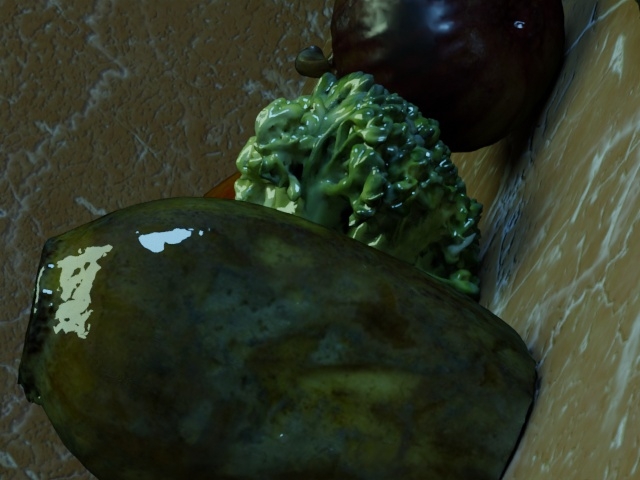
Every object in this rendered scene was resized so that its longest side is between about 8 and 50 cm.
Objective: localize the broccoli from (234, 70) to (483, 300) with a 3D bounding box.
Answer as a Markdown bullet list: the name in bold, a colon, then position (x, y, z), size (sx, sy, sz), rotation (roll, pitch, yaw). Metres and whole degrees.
- **broccoli**: position (0.000, 0.000, 1.557), size (0.245, 0.288, 0.248), rotation (-30, 33, -26)

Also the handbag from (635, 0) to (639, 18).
- **handbag**: position (0.290, -0.308, 1.422), size (0.260, 0.079, 0.247), rotation (-60, 8, 24)

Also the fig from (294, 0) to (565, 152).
- **fig**: position (0.076, -0.173, 1.708), size (0.321, 0.217, 0.217), rotation (-15, 47, 57)

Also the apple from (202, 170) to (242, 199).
- **apple**: position (-0.050, 0.012, 2.185), size (0.254, 0.179, 0.346), rotation (-26, 26, 27)

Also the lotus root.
- **lotus root**: position (-0.045, 0.098, 1.316), size (0.250, 0.346, 0.250), rotation (-160, 90, -79)
